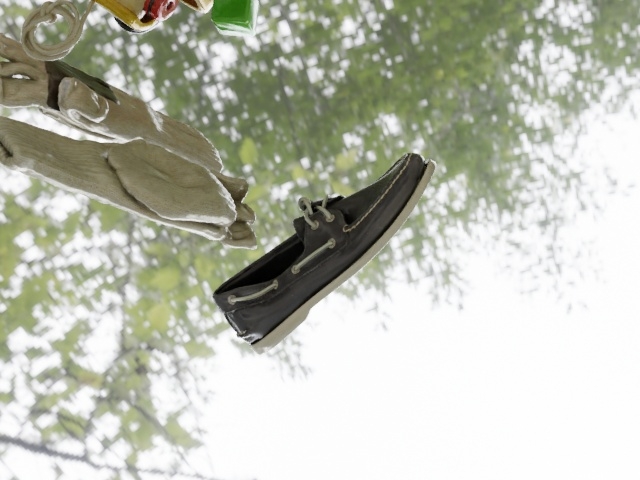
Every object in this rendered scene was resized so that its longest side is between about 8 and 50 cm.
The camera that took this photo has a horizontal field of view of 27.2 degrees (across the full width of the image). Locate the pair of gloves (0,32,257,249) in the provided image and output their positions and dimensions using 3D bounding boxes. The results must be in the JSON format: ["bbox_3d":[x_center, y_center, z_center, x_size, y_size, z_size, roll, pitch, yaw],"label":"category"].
[{"bbox_3d":[-0.146,-0.075,0.975,0.042,0.204,0.240,-61,-155,16],"label":"pair of gloves"}]

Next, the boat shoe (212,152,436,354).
[{"bbox_3d":[0.000,0.000,0.998,0.206,0.065,0.075,-45,-171,18],"label":"boat shoe"}]

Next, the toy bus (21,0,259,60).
[{"bbox_3d":[-0.106,-0.213,0.955,0.202,0.104,0.191,-9,-107,8],"label":"toy bus"}]
